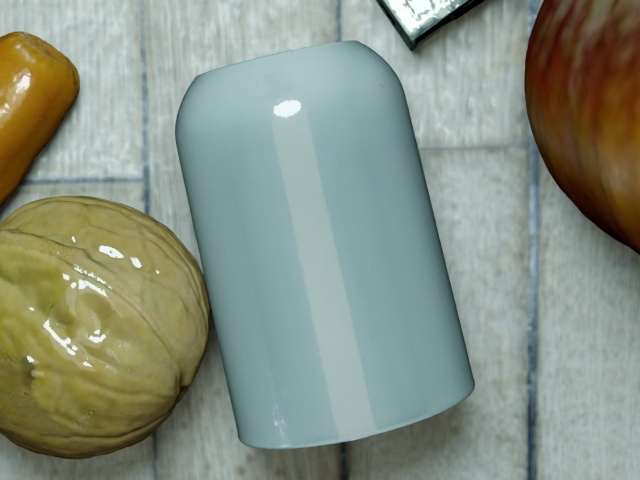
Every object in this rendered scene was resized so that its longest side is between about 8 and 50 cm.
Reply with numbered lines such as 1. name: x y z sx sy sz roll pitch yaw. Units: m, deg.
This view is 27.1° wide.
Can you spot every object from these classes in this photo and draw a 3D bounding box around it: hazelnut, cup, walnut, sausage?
1. hazelnut: 0.330 -0.129 0.983 0.359 0.409 0.359 -3 104 -13
2. cup: 0.000 0.000 1.110 0.205 0.205 0.312 -12 95 2
3. walnut: -0.206 0.070 1.126 0.228 0.228 0.228 0 96 1
4. sausage: -0.308 -0.076 1.165 0.098 0.098 0.238 37 94 -3

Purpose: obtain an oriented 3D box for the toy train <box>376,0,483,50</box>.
1. toy train: 0.220 -0.317 1.134 0.407 0.086 0.088 -35 89 4
